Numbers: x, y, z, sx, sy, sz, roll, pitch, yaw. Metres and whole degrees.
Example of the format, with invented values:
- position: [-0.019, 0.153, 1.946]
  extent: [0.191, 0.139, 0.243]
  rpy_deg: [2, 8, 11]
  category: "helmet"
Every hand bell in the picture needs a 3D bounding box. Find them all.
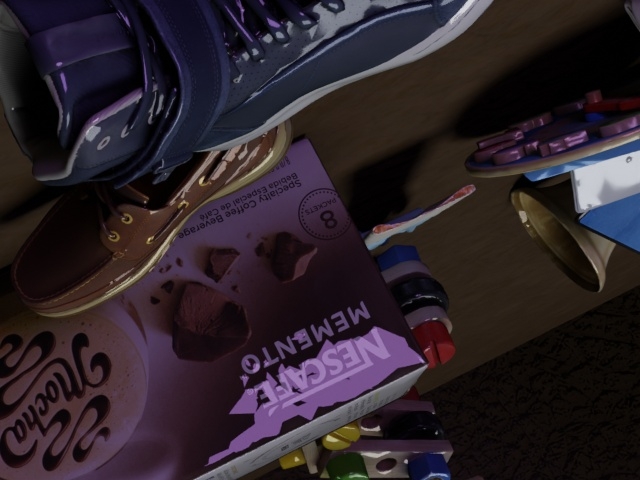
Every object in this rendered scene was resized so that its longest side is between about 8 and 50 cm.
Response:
- position: [0.313, -0.074, 1.380]
  extent: [0.242, 0.126, 0.126]
  rpy_deg: [-40, 169, -7]
  category: "hand bell"

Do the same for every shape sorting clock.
- position: [0.203, -0.090, 1.057]
  extent: [0.206, 0.040, 0.206]
  rpy_deg: [-16, -170, 3]
  category: "shape sorting clock"

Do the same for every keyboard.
- position: [0.320, -0.090, 1.158]
  extent: [0.256, 0.014, 0.072]
  rpy_deg: [-19, 134, -4]
  category: "keyboard"

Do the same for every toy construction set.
- position: [0.009, 0.176, 1.272]
  extent: [0.237, 0.308, 0.257]
  rpy_deg: [-16, 163, -10]
  category: "toy construction set"

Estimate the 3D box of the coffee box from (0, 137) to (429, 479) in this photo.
- position: [-0.104, 0.080, 0.910]
  extent: [0.297, 0.168, 0.119]
  rpy_deg: [-24, 167, -12]
  category: "coffee box"

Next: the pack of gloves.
- position: [0.000, 0.000, 1.133]
  extent: [0.195, 0.046, 0.232]
  rpy_deg: [-26, 177, -11]
  category: "pack of gloves"

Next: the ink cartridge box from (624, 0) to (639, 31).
- position: [0.349, -0.180, 0.963]
  extent: [0.237, 0.100, 0.172]
  rpy_deg: [-17, 164, -38]
  category: "ink cartridge box"

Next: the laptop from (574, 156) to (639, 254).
- position: [0.491, -0.039, 1.271]
  extent: [0.382, 0.408, 0.236]
  rpy_deg: [-44, -172, 16]
  category: "laptop"

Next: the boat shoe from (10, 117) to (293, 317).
- position: [-0.098, -0.026, 0.753]
  extent: [0.178, 0.064, 0.060]
  rpy_deg: [-37, 160, 13]
  category: "boat shoe"

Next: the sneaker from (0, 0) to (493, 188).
- position: [-0.029, -0.094, 0.558]
  extent: [0.226, 0.086, 0.163]
  rpy_deg: [-34, 169, 32]
  category: "sneaker"
